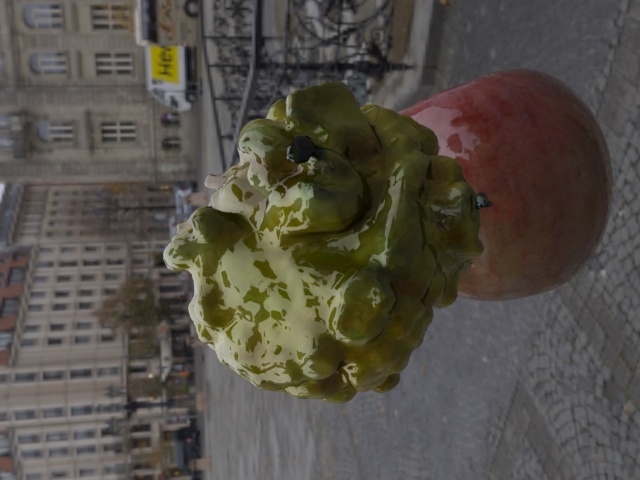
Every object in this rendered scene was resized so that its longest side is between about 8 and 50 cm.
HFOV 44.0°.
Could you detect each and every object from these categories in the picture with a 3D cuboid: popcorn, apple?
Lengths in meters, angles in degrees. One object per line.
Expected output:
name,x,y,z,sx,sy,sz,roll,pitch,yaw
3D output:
popcorn,0.001,-0.001,0.536,0.218,0.189,0.169,-56,2,-27
apple,0.203,-0.054,0.980,0.345,0.344,0.270,174,74,-79
